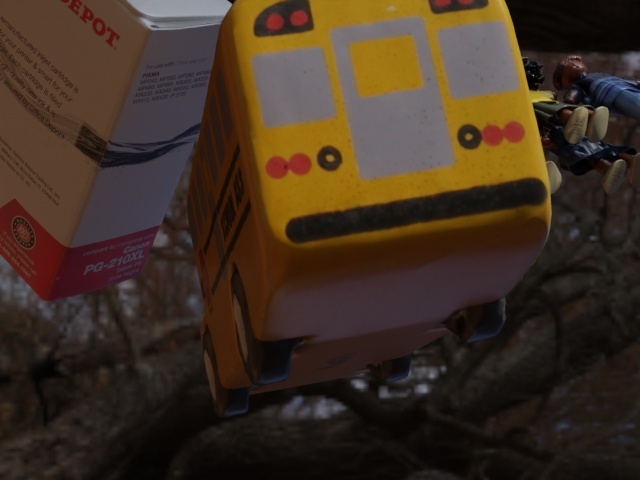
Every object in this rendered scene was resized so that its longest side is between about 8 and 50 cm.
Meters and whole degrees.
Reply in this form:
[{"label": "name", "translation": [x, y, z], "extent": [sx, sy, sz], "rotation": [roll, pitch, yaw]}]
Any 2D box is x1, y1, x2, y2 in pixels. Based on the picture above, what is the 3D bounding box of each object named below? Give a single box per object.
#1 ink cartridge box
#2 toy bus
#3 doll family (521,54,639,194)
[{"label": "ink cartridge box", "translation": [-0.177, -0.105, 0.904], "extent": [0.172, 0.100, 0.237], "rotation": [42, -56, 24]}, {"label": "toy bus", "translation": [0.000, 0.000, 0.585], "extent": [0.332, 0.108, 0.130], "rotation": [126, -47, -75]}, {"label": "doll family", "translation": [0.153, -0.081, 0.824], "extent": [0.111, 0.193, 0.076], "rotation": [30, -67, 49]}]
